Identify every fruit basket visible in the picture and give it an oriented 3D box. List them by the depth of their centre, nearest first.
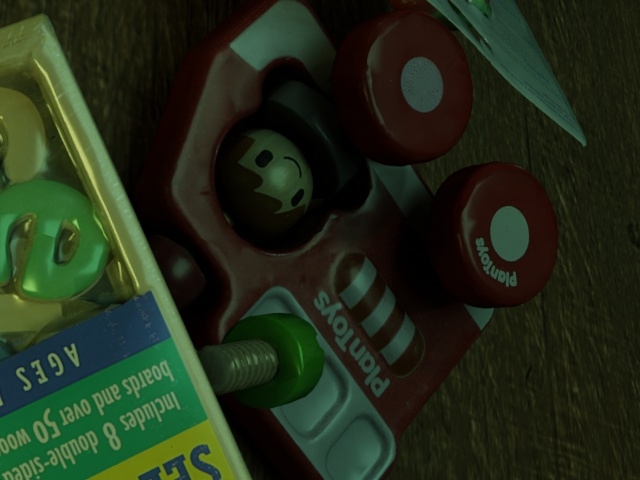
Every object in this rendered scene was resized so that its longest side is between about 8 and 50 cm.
[{"bbox_3d":[0.057,-0.257,0.945,0.327,0.165,0.353,31,38,-44],"label":"fruit basket"}]

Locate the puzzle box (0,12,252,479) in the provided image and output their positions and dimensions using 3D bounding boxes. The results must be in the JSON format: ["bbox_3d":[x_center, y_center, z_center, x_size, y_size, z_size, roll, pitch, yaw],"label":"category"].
[{"bbox_3d":[-0.210,0.137,0.340,0.409,0.052,0.272,-25,98,-14],"label":"puzzle box"}]

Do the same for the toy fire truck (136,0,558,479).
[{"bbox_3d":[0.000,0.000,0.832,0.254,0.169,0.302,-49,116,-31],"label":"toy fire truck"}]

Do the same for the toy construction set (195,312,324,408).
[{"bbox_3d":[-0.106,0.167,0.574,0.237,0.257,0.309,-3,99,-68],"label":"toy construction set"}]
